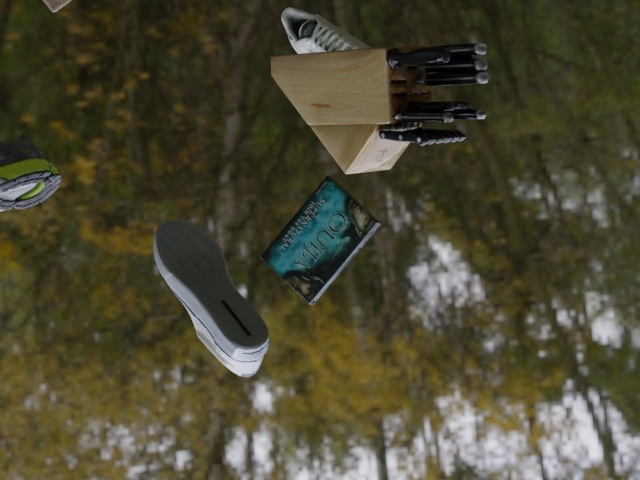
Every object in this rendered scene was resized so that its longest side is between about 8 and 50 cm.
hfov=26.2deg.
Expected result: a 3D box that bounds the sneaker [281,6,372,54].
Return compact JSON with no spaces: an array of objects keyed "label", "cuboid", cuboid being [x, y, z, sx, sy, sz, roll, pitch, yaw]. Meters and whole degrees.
[{"label":"sneaker","cuboid":[0.022,-0.292,2.140,0.090,0.095,0.235,-49,-134,-7]}]

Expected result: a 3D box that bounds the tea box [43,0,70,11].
[{"label":"tea box","cuboid":[-0.333,-0.521,2.021,0.329,0.220,0.323,-37,-164,-2]}]

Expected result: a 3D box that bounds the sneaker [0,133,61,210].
[{"label":"sneaker","cuboid":[-0.595,-0.104,2.309,0.300,0.111,0.121,-11,-126,-31]}]

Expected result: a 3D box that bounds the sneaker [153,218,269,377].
[{"label":"sneaker","cuboid":[-0.159,0.083,1.890,0.094,0.091,0.258,-16,-126,-26]}]

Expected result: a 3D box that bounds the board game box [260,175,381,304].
[{"label":"board game box","cuboid":[0.000,0.000,2.351,0.126,0.186,0.026,43,-168,18]}]

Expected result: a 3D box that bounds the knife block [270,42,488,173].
[{"label":"knife block","cuboid":[0.082,-0.213,1.736,0.088,0.275,0.242,-8,143,-44]}]
